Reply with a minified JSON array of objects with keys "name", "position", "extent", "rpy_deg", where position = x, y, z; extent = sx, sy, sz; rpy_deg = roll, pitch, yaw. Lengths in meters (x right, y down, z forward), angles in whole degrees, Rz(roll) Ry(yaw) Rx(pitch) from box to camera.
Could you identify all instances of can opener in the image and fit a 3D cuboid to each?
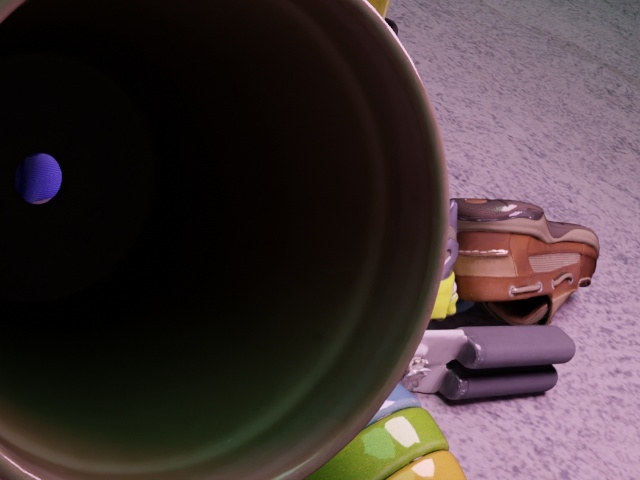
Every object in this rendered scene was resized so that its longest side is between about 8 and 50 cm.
[{"name":"can opener","position":[0.131,0.105,1.266],"extent":[0.280,0.074,0.093],"rpy_deg":[5,34,-39]}]

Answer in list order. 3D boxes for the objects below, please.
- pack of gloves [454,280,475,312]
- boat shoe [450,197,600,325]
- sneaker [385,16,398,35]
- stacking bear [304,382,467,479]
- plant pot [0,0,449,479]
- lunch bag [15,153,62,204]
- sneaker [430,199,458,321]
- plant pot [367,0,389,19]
[{"name":"pack of gloves","position":[0.056,0.004,1.408],"extent":[0.232,0.046,0.195],"rpy_deg":[-1,39,-45]},{"name":"boat shoe","position":[0.213,0.034,1.432],"extent":[0.123,0.119,0.324],"rpy_deg":[0,-7,30]},{"name":"sneaker","position":[-0.028,-0.282,1.682],"extent":[0.316,0.182,0.127],"rpy_deg":[10,30,-32]},{"name":"stacking bear","position":[0.037,0.198,0.935],"extent":[0.164,0.175,0.289],"rpy_deg":[-11,55,-51]},{"name":"plant pot","position":[-0.133,-0.023,0.810],"extent":[0.323,0.323,0.280],"rpy_deg":[10,3,-33]},{"name":"lunch bag","position":[-0.312,-0.144,1.115],"extent":[0.385,0.238,0.328],"rpy_deg":[29,25,19]},{"name":"sneaker","position":[0.000,0.000,1.235],"extent":[0.300,0.121,0.111],"rpy_deg":[4,12,-28]},{"name":"plant pot","position":[-0.117,-0.263,1.433],"extent":[0.353,0.366,0.366],"rpy_deg":[16,26,4]}]
